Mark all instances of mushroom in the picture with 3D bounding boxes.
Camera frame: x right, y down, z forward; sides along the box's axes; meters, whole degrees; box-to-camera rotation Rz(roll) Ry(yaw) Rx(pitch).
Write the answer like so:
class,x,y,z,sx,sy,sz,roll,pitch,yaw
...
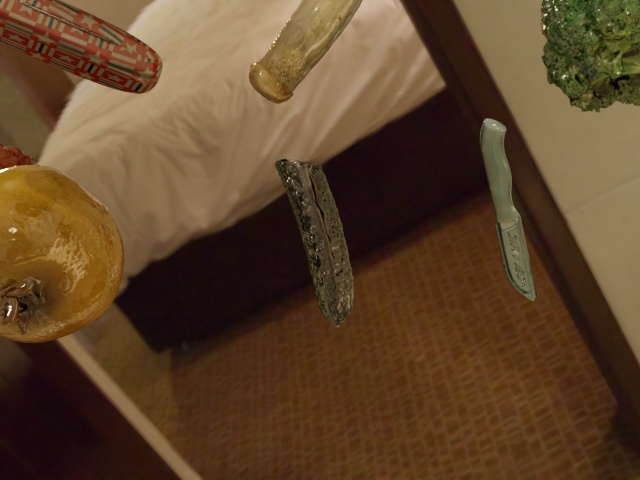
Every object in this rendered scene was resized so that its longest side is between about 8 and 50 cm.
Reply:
class,x,y,z,sx,sy,sz,roll,pitch,yaw
mushroom,-0.006,-0.380,1.563,0.351,0.095,0.123,-55,6,-19

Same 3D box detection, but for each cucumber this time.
class,x,y,z,sx,sy,sz,roll,pitch,yaw
cucumber,0.003,-0.001,1.245,0.067,0.245,0.067,-18,-3,-1

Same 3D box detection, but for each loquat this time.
class,x,y,z,sx,sy,sz,roll,pitch,yaw
loquat,-0.335,0.016,1.048,0.208,0.208,0.208,-27,27,15

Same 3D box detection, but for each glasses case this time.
class,x,y,z,sx,sy,sz,roll,pitch,yaw
glasses case,-0.247,-0.198,0.867,0.073,0.194,0.049,-16,56,63

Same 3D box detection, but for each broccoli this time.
class,x,y,z,sx,sy,sz,roll,pitch,yaw
broccoli,0.347,-0.214,0.861,0.270,0.270,0.270,-33,-19,-13

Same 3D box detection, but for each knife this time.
class,x,y,z,sx,sy,sz,roll,pitch,yaw
knife,0.177,-0.023,0.854,0.028,0.210,0.015,1,39,26

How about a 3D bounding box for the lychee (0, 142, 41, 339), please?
class,x,y,z,sx,sy,sz,roll,pitch,yaw
lychee,-0.479,0.014,1.251,0.255,0.255,0.300,-7,66,44
